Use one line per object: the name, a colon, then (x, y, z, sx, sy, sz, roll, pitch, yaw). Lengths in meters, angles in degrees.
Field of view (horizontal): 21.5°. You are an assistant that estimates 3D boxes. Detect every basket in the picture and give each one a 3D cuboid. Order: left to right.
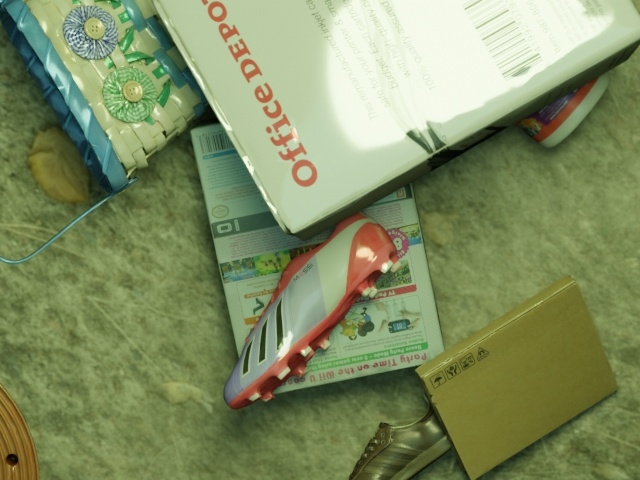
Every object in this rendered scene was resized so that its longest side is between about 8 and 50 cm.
basket: (-0.281, -0.150, 1.759, 0.289, 0.201, 0.255, -35, 98, -5)

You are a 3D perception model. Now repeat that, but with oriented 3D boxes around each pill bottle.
pill bottle: (0.204, -0.197, 1.798, 0.193, 0.108, 0.108, 39, 97, -5)

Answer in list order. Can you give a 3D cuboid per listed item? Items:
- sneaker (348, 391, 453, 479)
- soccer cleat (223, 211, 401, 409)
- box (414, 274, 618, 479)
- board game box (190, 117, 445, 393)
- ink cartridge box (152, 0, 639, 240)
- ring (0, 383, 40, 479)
sneaker: (0.074, 0.245, 1.895, 0.188, 0.066, 0.071, -36, 80, 0)
soccer cleat: (-0.023, 0.072, 1.766, 0.248, 0.083, 0.095, -46, 75, 8)
box: (0.218, 0.153, 1.844, 0.201, 0.021, 0.164, -31, 122, -8)
board game box: (0.000, 0.000, 1.834, 0.224, 0.097, 0.303, -11, 97, 2)
ink cartridge box: (0.074, -0.216, 1.666, 0.395, 0.166, 0.285, -29, 85, 2)
ring: (-0.484, 0.268, 1.908, 0.337, 0.032, 0.336, 0, 98, -1)
